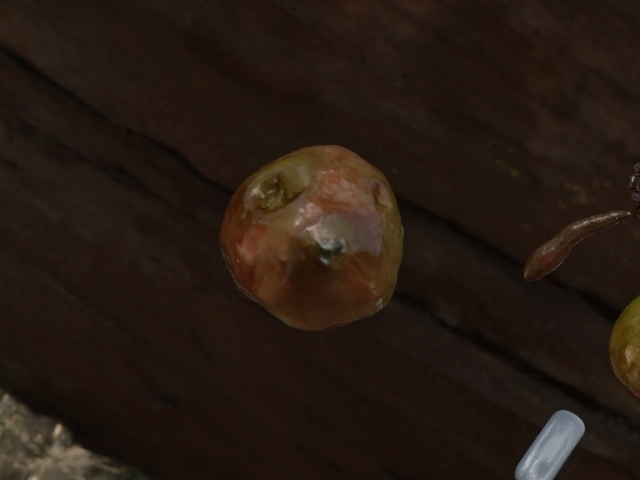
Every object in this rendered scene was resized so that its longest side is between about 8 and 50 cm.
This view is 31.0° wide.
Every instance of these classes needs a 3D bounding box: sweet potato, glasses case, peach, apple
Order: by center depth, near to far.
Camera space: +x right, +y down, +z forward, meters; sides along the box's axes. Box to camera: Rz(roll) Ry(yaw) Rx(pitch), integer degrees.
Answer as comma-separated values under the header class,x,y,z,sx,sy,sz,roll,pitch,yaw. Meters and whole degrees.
class,x,y,z,sx,sy,sz,roll,pitch,yaw
peach,0.000,0.000,1.306,0.214,0.214,0.235,23,6,-15
apple,0.537,0.159,1.744,0.196,0.195,0.196,18,-14,5
sweet potato,0.436,0.000,1.989,0.214,0.050,0.050,-37,-42,19
glasses case,0.429,0.394,2.156,0.067,0.178,0.045,33,-28,17

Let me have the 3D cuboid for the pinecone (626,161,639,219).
class,x,y,z,sx,sy,sz,roll,pitch,yaw
pinecone,0.545,-0.071,1.645,0.208,0.207,0.208,18,-14,5
